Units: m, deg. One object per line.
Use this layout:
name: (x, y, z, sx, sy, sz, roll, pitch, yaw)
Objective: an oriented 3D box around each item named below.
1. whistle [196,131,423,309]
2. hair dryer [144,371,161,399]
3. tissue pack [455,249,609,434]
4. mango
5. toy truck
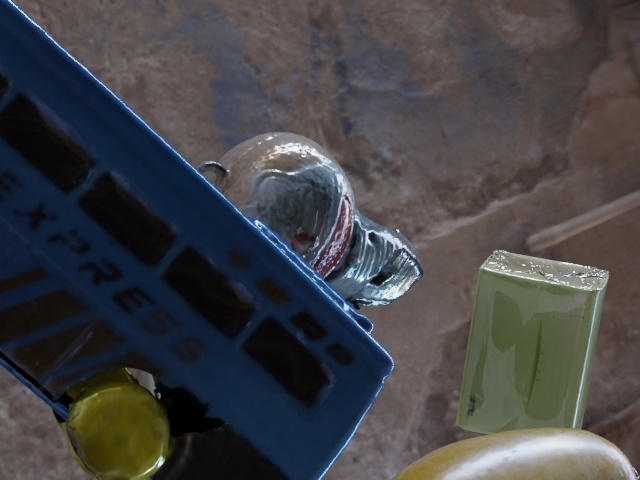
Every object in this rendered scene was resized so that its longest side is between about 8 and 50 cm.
whistle: (0.000, 0.000, 1.200, 0.189, 0.348, 0.189, -27, -131, 36)
hair dryer: (-0.204, 0.231, 1.472, 0.203, 0.128, 0.362, 99, -17, -81)
tissue pack: (0.283, 0.147, 1.442, 0.159, 0.125, 0.234, 12, -74, 20)
mango: (0.164, 0.313, 1.104, 0.199, 0.384, 0.221, 48, -28, 42)
toy truck: (-0.148, -0.002, 0.592, 0.385, 0.162, 0.161, 43, -11, -11)
